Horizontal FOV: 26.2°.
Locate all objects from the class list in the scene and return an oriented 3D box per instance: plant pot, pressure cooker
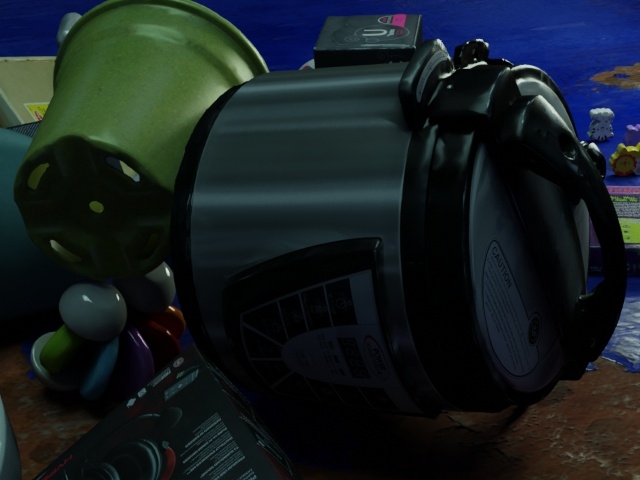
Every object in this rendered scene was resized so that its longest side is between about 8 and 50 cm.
[{"bbox_3d":[-0.208,-0.096,1.523,0.276,0.276,0.254,2,34,12],"label":"plant pot"},{"bbox_3d":[0.102,-0.010,1.418,0.420,0.375,0.370,1,-4,30],"label":"pressure cooker"},{"bbox_3d":[-0.395,-0.016,1.712,0.255,0.271,0.271,5,21,-19],"label":"plant pot"}]

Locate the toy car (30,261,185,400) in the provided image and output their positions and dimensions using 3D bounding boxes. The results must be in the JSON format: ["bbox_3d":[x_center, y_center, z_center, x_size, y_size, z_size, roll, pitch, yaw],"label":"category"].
[{"bbox_3d":[-0.226,0.115,1.548,0.136,0.159,0.182,48,41,11],"label":"toy car"}]

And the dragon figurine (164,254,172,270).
[{"bbox_3d":[-0.132,-0.067,1.821,0.289,0.085,0.144,-30,40,16],"label":"dragon figurine"}]

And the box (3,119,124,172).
[{"bbox_3d":[-0.381,-0.076,1.887,0.207,0.153,0.108,-11,30,12],"label":"box"}]

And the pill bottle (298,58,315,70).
[{"bbox_3d":[0.034,-0.231,2.278,0.108,0.108,0.180,-13,27,-21],"label":"pill bottle"}]

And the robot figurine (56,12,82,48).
[{"bbox_3d":[-0.307,-0.277,2.300,0.300,0.200,0.353,36,13,-17],"label":"robot figurine"}]

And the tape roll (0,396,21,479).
[{"bbox_3d":[-0.469,0.228,1.243,0.392,0.072,0.392,-3,44,3],"label":"tape roll"}]

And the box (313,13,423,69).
[{"bbox_3d":[0.075,-0.167,1.937,0.143,0.270,0.165,-1,25,7],"label":"box"}]

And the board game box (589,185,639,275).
[{"bbox_3d":[0.522,-0.014,1.819,0.347,0.056,0.208,1,29,9],"label":"board game box"}]

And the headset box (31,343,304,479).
[{"bbox_3d":[-0.115,0.248,1.142,0.218,0.110,0.293,-40,31,-1],"label":"headset box"}]

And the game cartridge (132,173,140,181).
[{"bbox_3d":[-0.166,-0.086,2.056,0.196,0.060,0.294,13,29,24],"label":"game cartridge"}]

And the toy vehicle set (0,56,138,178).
[{"bbox_3d":[-0.396,-0.171,2.068,0.166,0.035,0.267,-10,57,-52],"label":"toy vehicle set"}]

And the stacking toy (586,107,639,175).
[{"bbox_3d":[0.534,-0.156,2.127,0.221,0.052,0.167,-4,26,-5],"label":"stacking toy"}]

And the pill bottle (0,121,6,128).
[{"bbox_3d":[-0.496,-0.116,2.060,0.136,0.136,0.245,5,26,17],"label":"pill bottle"}]
